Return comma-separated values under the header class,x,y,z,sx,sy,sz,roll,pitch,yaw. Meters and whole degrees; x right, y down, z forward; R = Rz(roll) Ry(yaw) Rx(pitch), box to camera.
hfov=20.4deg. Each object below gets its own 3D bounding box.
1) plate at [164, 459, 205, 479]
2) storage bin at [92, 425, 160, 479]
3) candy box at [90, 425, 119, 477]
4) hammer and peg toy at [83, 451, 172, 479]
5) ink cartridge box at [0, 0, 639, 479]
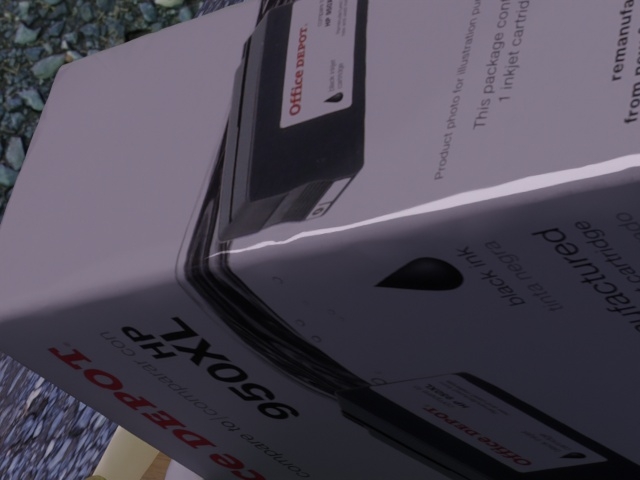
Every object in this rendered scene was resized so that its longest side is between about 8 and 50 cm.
class,x,y,z,sx,sy,sz,roll,pitch,yaw
plate,-0.033,0.275,0.930,0.045,0.278,0.277,-18,18,-4
storage bin,-0.159,0.206,1.429,0.260,0.123,0.262,91,-157,-62
candy box,-0.164,0.221,1.712,0.109,0.053,0.187,-62,17,-18
hammer and peg toy,0.016,0.143,1.172,0.361,0.127,0.266,-1,46,50
ink cartridge box,0.077,0.013,0.838,0.395,0.285,0.166,-13,51,40
